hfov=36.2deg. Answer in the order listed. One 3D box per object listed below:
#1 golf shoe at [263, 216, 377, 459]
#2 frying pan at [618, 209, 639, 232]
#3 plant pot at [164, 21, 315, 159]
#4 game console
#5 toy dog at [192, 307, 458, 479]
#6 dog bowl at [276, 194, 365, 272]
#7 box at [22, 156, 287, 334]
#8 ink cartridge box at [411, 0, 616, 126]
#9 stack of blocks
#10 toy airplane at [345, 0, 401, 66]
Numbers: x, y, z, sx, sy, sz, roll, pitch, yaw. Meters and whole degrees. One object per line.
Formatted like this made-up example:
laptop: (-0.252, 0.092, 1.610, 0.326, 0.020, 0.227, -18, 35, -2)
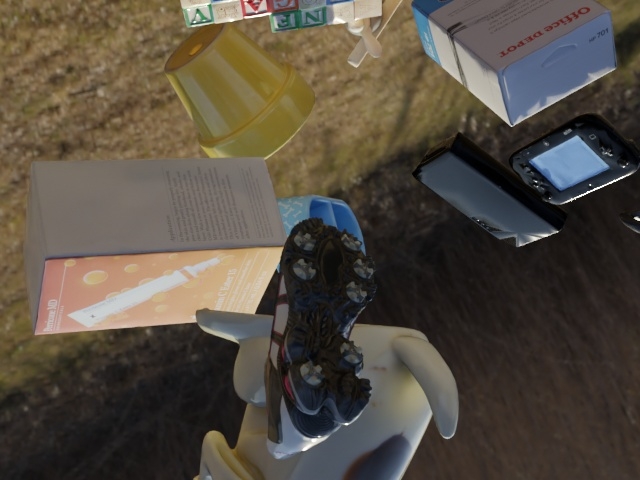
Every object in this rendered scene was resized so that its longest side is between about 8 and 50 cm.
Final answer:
golf shoe: (-0.015, 0.086, 0.975, 0.105, 0.272, 0.120, 25, 129, -15)
frying pan: (0.414, 0.056, 0.796, 0.326, 0.197, 0.053, 3, 126, 10)
plant pot: (-0.180, -0.308, 1.987, 0.254, 0.254, 0.239, -31, 119, 20)
game console: (0.293, -0.097, 1.380, 0.213, 0.044, 0.361, 34, 156, -12)
toy dog: (0.019, 0.308, 1.267, 0.395, 0.407, 0.285, 3, 175, 36)
dog bowl: (0.000, 0.000, 1.692, 0.074, 0.165, 0.297, -17, 173, 19)
box: (-0.253, 0.006, 1.457, 0.345, 0.168, 0.215, -3, 147, -22)
ink cartridge box: (0.209, -0.227, 1.075, 0.140, 0.190, 0.082, -29, 134, -6)
stack of blocks: (-0.061, -0.396, 1.442, 0.297, 0.087, 0.171, -10, 151, -3)
toy airplane: (0.174, -0.487, 1.581, 0.272, 0.386, 0.384, 20, 171, -21)
